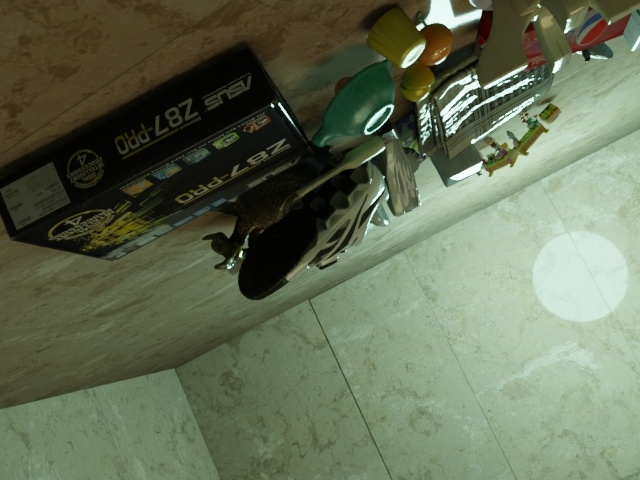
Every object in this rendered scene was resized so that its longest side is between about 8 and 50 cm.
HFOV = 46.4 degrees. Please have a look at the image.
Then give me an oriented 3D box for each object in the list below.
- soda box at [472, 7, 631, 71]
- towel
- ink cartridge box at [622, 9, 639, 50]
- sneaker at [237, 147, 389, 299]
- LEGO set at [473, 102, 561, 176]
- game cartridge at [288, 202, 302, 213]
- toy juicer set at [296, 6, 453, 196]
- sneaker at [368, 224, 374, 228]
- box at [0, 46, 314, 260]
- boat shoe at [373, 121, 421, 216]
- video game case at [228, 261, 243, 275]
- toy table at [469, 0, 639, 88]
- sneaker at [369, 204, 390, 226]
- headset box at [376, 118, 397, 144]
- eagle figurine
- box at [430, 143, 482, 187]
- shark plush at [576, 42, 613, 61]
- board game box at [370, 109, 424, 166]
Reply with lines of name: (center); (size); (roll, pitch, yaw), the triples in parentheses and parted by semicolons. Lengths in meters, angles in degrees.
soda box: (0.388, -0.360, 1.232); (0.263, 0.083, 0.092); (-23, 148, -16)
towel: (0.323, -0.284, 1.443); (0.324, 0.056, 0.312); (-31, 162, 2)
ink cartridge box: (0.650, -0.460, 1.382); (0.160, 0.092, 0.219); (-27, 169, 7)
sneaker: (0.000, 0.000, 1.340); (0.330, 0.122, 0.146); (-44, 137, 4)
LEGO set: (0.507, -0.280, 2.022); (0.287, 0.107, 0.132); (-38, -161, 34)
game cartridge: (-0.040, -0.080, 1.866); (0.056, 0.017, 0.083); (-26, 170, 23)
toy juicer set: (0.081, -0.224, 1.177); (0.209, 0.089, 0.329); (-25, 157, -49)
sneaker: (0.113, -0.066, 2.131); (0.092, 0.087, 0.229); (-33, 176, 2)
box: (-0.222, -0.106, 1.100); (0.395, 0.097, 0.318); (-27, 172, 4)
boat shoe: (0.165, -0.155, 1.542); (0.081, 0.079, 0.227); (-20, 126, -8)
video game case: (-0.012, -0.041, 1.653); (0.329, 0.036, 0.300); (-26, -175, 29)
toy table: (0.298, -0.334, 1.013); (0.252, 0.160, 0.274); (-29, 170, 22)
sneaker: (0.082, -0.064, 1.850); (0.151, 0.094, 0.256); (-23, -167, 4)
headset box: (0.116, -0.220, 1.413); (0.032, 0.062, 0.083); (-26, 169, 9)
eagle figurine: (-0.082, -0.079, 1.441); (0.298, 0.225, 0.226); (-57, -153, 11)
box: (0.293, -0.185, 1.642); (0.087, 0.102, 0.101); (-28, 170, 4)
shark plush: (0.538, -0.394, 1.516); (0.161, 0.067, 0.073); (-14, 165, -47)
board game box: (0.204, -0.218, 1.677); (0.208, 0.056, 0.347); (-22, 170, -40)
